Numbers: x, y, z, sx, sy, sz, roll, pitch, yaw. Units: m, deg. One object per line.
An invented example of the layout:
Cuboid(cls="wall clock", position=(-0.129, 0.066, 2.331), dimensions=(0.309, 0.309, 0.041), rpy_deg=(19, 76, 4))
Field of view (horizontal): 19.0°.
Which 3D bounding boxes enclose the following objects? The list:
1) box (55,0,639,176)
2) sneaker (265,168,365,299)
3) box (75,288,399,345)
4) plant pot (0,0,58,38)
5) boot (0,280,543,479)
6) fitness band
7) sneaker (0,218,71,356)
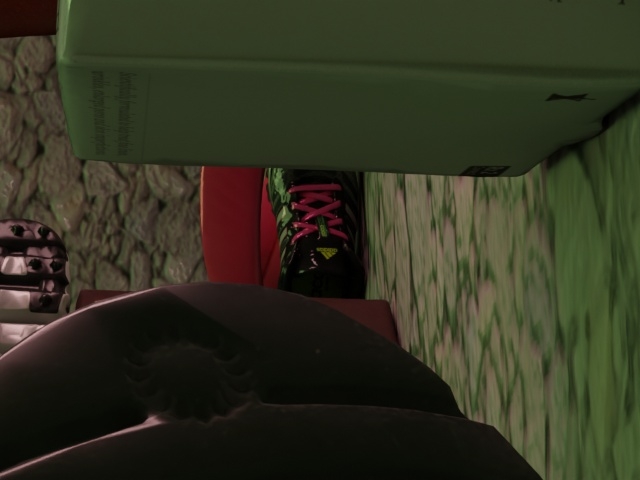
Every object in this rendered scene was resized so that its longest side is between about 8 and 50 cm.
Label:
Cuboid(cls="box", position=(0.005, -0.094, 0.647), dimensions=(0.181, 0.181, 0.119), rpy_deg=(133, 139, -80))
Cuboid(cls="sneaker", position=(0.000, 0.000, 1.264), dimensions=(0.075, 0.063, 0.170), rpy_deg=(-161, 71, -79))
Cuboid(cls="box", position=(-0.039, 0.179, 0.988), dimensions=(0.381, 0.191, 0.143), rpy_deg=(-102, 15, -61))
Cuboid(cls="plant pot", position=(-0.098, -0.253, 1.251), dimensions=(0.272, 0.265, 0.272), rpy_deg=(-178, 90, -84))
Cuboid(cls="boot", position=(-0.042, 0.276, 0.428), dimensions=(0.367, 0.146, 0.445), rpy_deg=(68, 150, 28))
Cuboid(cls="fitness band", position=(-0.037, -0.054, 1.417), dimensions=(0.291, 0.054, 0.209), rpy_deg=(-72, -14, -55))
Cuboid(cls="sneaker", position=(-0.180, 0.107, 1.086), dimensions=(0.106, 0.078, 0.234), rpy_deg=(97, 176, -51))
